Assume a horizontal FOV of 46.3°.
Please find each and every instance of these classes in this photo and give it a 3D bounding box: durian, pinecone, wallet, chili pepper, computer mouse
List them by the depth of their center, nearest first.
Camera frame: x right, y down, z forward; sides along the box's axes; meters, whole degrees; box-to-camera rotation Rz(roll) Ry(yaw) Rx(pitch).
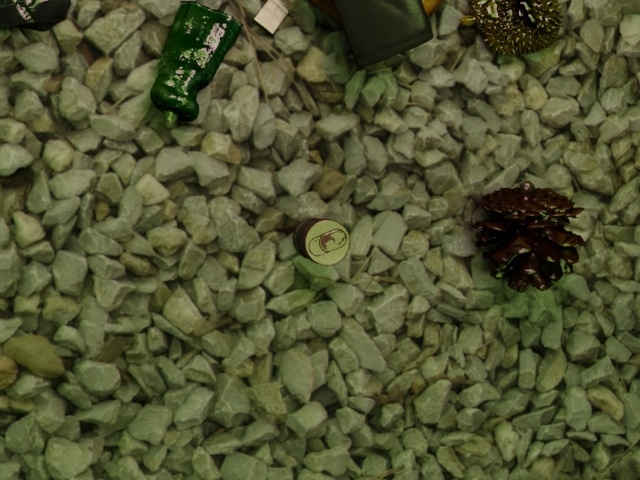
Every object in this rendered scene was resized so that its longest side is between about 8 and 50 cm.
[{"bbox_3d":[0.111,-0.481,1.472,0.169,0.052,0.245,-18,114,9],"label":"wallet"},{"bbox_3d":[-0.601,-0.478,1.501,0.192,0.062,0.105,-4,94,-14],"label":"computer mouse"},{"bbox_3d":[-0.274,-0.357,1.563,0.136,0.099,0.270,23,84,-22],"label":"chili pepper"},{"bbox_3d":[0.473,-0.003,1.684,0.264,0.264,0.264,-1,94,-13],"label":"pinecone"},{"bbox_3d":[0.441,-0.515,1.695,0.237,0.138,0.193,-12,96,-11],"label":"durian"}]

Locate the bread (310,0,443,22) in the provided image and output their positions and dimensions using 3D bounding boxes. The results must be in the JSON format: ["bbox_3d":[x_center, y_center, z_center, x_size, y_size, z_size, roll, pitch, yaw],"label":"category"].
[{"bbox_3d":[0.124,-0.588,1.551,0.358,0.204,0.336,25,116,-20],"label":"bread"}]

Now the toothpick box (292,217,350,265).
[{"bbox_3d":[0.000,0.000,1.621,0.099,0.149,0.098,-1,94,-12],"label":"toothpick box"}]

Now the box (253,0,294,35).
[{"bbox_3d":[-0.102,-0.496,1.632,0.053,0.024,0.083,36,87,-12],"label":"box"}]
